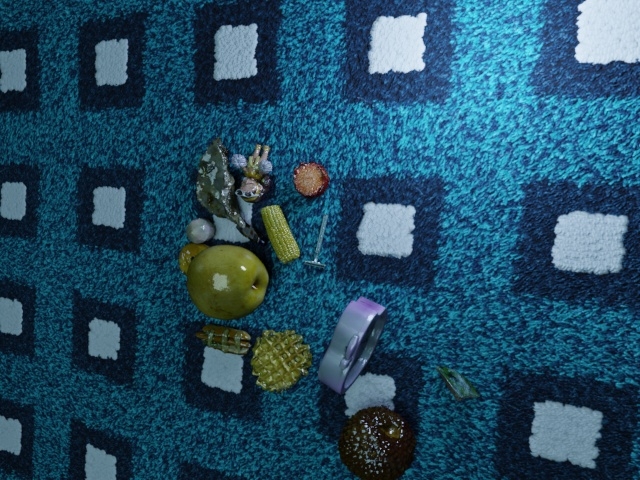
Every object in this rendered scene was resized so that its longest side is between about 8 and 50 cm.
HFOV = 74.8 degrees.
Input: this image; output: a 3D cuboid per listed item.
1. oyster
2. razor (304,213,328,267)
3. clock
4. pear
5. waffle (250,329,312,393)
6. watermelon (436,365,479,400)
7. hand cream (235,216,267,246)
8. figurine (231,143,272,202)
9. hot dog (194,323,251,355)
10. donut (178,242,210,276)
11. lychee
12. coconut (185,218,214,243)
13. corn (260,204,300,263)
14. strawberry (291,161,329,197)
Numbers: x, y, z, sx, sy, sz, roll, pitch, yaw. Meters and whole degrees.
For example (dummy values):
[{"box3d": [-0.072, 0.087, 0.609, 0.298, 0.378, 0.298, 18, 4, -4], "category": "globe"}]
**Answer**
[{"box3d": [-0.427, -0.225, 1.749, 0.204, 0.111, 0.395, -14, 86, 36], "category": "oyster"}, {"box3d": [0.000, -0.001, 1.638, 0.084, 0.036, 0.211, 13, 91, -5], "category": "razor"}, {"box3d": [0.114, 0.359, 1.461, 0.102, 0.339, 0.338, 25, 101, 22], "category": "clock"}, {"box3d": [-0.366, 0.163, 1.637, 0.315, 0.314, 0.313, 1, 93, 20], "category": "pear"}, {"box3d": [-0.164, 0.494, 1.704, 0.263, 0.060, 0.280, 7, 95, 19], "category": "waffle"}, {"box3d": [0.470, 0.508, 1.474, 0.080, 0.101, 0.155, -40, 70, 29], "category": "watermelon"}, {"box3d": [-0.288, -0.033, 1.734, 0.163, 0.039, 0.062, 36, 120, 17], "category": "hand cream"}, {"box3d": [-0.263, -0.268, 1.670, 0.175, 0.116, 0.239, 10, 91, 17], "category": "figurine"}, {"box3d": [-0.413, 0.421, 1.785, 0.270, 0.072, 0.109, 7, 93, 18], "category": "hot dog"}, {"box3d": [-0.524, 0.089, 1.811, 0.179, 0.065, 0.162, 28, 97, 17], "category": "donut"}, {"box3d": [0.194, 0.734, 1.500, 0.268, 0.267, 0.267, 1, 93, 20], "category": "lychee"}, {"box3d": [-0.514, -0.040, 1.766, 0.110, 0.124, 0.110, 1, 94, 17], "category": "coconut"}, {"box3d": [-0.162, -0.027, 1.659, 0.093, 0.093, 0.244, -27, 83, 19], "category": "corn"}, {"box3d": [-0.036, -0.231, 1.605, 0.145, 0.086, 0.145, 2, 95, 19], "category": "strawberry"}]
